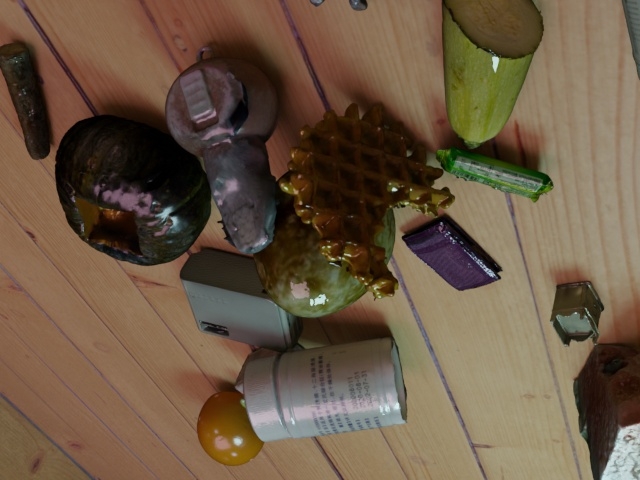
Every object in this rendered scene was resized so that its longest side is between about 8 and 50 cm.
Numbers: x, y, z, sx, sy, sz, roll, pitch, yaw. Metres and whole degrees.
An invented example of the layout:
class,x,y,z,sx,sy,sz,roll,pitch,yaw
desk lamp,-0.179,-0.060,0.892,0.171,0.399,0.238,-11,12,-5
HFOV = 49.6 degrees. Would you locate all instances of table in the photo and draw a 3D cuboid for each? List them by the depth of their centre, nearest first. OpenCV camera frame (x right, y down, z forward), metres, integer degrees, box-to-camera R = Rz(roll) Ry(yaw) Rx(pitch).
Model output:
class,x,y,z,sx,sy,sz,roll,pitch,yaw
table,0.450,0.130,1.213,0.062,0.083,0.079,-12,127,39

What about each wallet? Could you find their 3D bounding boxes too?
class,x,y,z,sx,sy,sz,roll,pitch,yaw
wallet,0.238,0.031,1.264,0.166,0.030,0.111,41,139,-18

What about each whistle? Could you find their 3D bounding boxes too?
class,x,y,z,sx,sy,sz,roll,pitch,yaw
whistle,-0.135,-0.146,1.104,0.189,0.189,0.347,-24,79,44

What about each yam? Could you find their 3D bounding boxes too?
class,x,y,z,sx,sy,sz,roll,pitch,yaw
yam,-0.578,-0.267,1.369,0.061,0.061,0.274,20,142,8

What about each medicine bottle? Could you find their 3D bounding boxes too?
class,x,y,z,sx,sy,sz,roll,pitch,yaw
medicine bottle,0.013,0.327,1.516,0.332,0.190,0.190,-10,132,10

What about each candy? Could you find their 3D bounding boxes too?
class,x,y,z,sx,sy,sz,roll,pitch,yaw
candy,0.263,-0.105,1.067,0.178,0.032,0.102,19,174,8

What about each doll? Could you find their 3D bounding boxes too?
class,x,y,z,sx,sy,sz,roll,pitch,yaw
doll,-0.227,0.522,1.959,0.236,0.213,0.213,-28,118,30

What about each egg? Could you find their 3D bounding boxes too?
class,x,y,z,sx,sy,sz,roll,pitch,yaw
egg,0.000,0.000,1.155,0.238,0.289,0.238,17,144,13

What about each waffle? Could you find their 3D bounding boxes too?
class,x,y,z,sx,sy,sz,roll,pitch,yaw
waffle,0.063,-0.075,1.034,0.260,0.293,0.069,48,139,-7

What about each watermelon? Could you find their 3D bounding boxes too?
class,x,y,z,sx,sy,sz,roll,pitch,yaw
watermelon,0.554,0.332,1.274,0.151,0.264,0.302,-7,122,17

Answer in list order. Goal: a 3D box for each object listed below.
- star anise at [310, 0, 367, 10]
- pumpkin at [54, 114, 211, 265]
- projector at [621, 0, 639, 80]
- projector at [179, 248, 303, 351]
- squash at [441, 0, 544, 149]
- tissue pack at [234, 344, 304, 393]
class,x,y,z,sx,sy,sz,roll,pitch,yaw
star anise,0.011,-0.387,0.886,0.262,0.081,0.230,29,152,-7
pumpkin,-0.361,-0.086,1.342,0.320,0.192,0.320,14,140,12
projector,0.363,-0.324,0.736,0.108,0.108,0.337,-5,132,34
projector,-0.171,0.135,1.555,0.250,0.108,0.198,11,139,17
squash,0.225,-0.203,0.935,0.137,0.137,0.287,12,142,18
tissue pack,-0.072,0.368,1.744,0.225,0.124,0.185,39,137,-16
